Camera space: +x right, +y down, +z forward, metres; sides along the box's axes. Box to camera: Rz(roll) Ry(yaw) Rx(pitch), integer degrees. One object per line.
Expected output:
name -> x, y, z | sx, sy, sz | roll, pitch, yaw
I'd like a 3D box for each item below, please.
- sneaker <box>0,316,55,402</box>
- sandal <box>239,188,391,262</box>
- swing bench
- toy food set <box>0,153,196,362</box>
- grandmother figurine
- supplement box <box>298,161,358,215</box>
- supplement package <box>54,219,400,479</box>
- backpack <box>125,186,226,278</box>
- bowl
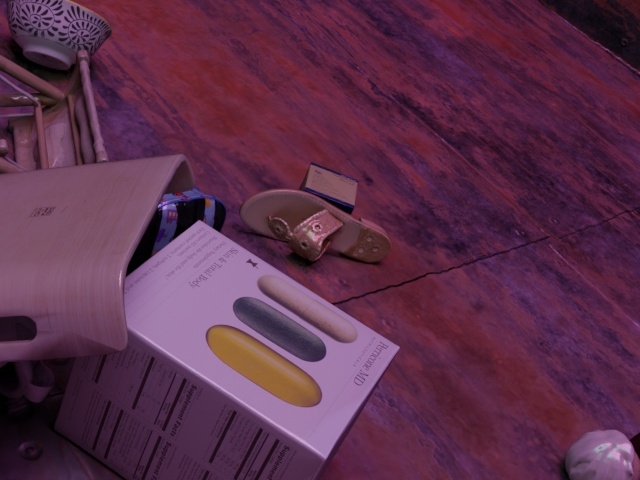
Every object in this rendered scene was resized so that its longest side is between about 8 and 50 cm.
sneaker -> -0.422, 0.047, 0.911 | 0.366, 0.137, 0.210 | 22, 32, -35
sandal -> 0.003, -0.005, 1.333 | 0.240, 0.088, 0.079 | 16, 30, -23
swing bench -> -0.422, -0.142, 1.180 | 0.255, 0.165, 0.253 | 11, 37, -29
toy food set -> -0.252, 0.013, 0.867 | 0.220, 0.092, 0.306 | -5, 27, 7
grandmother figurine -> 0.488, 0.320, 1.227 | 0.343, 0.104, 0.208 | 12, 10, -15
supplement box -> 0.008, -0.067, 1.442 | 0.083, 0.056, 0.083 | 21, 36, -8
supplement package -> -0.098, 0.155, 0.966 | 0.263, 0.198, 0.199 | 32, 36, 9
backpack -> -0.204, -0.007, 1.129 | 0.158, 0.173, 0.117 | -12, 50, -40
bowl -> -0.422, -0.320, 1.449 | 0.170, 0.080, 0.170 | 13, -8, 2
